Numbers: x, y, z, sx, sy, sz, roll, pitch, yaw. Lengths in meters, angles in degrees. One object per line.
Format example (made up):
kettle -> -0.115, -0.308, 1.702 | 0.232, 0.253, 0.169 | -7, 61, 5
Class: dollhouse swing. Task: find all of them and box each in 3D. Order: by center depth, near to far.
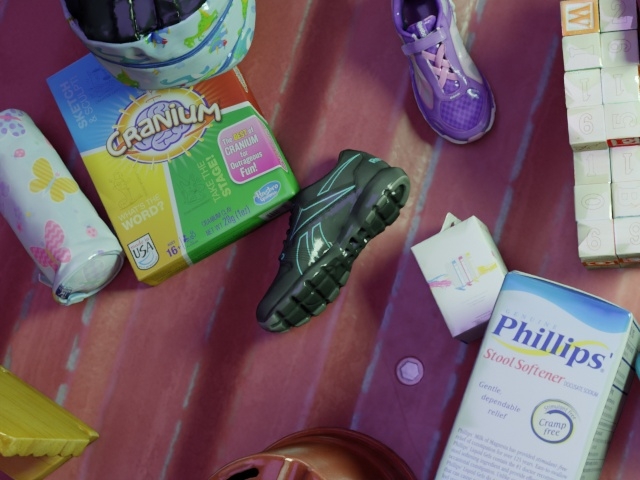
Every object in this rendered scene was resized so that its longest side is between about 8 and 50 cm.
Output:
dollhouse swing -> -0.528, 0.292, 1.810 | 0.315, 0.347, 0.305 | 31, 90, 17

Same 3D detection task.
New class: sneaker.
sneaker -> 0.145, -0.235, 1.833 | 0.095, 0.104, 0.236 | -22, 77, 10
sneaker -> 0.000, 0.000, 1.851 | 0.106, 0.101, 0.267 | 37, 83, 25

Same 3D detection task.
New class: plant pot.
plant pot -> -0.027, 0.351, 1.706 | 0.272, 0.265, 0.272 | -3, 80, 15

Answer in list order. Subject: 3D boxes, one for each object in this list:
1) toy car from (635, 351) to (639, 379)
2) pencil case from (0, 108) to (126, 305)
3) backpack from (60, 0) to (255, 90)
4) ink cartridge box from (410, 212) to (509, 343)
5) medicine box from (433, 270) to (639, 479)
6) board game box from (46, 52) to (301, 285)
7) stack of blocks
toy car -> 0.439, 0.162, 1.666 | 0.136, 0.182, 0.159 | -37, 30, 38
pencil case -> -0.373, -0.045, 1.944 | 0.273, 0.113, 0.124 | 54, 141, 15
backpack -> -0.206, -0.366, 1.826 | 0.290, 0.273, 0.355 | -12, 54, 5
ink cartridge box -> 0.180, 0.041, 1.787 | 0.090, 0.092, 0.143 | -28, 74, 11
medicine box -> 0.252, 0.203, 1.651 | 0.149, 0.263, 0.289 | 18, 87, 17
board game box -> -0.195, -0.134, 1.932 | 0.242, 0.064, 0.316 | -30, 75, 9
stack of blocks -> 0.345, -0.123, 1.725 | 0.087, 0.171, 0.297 | -4, 81, 15
